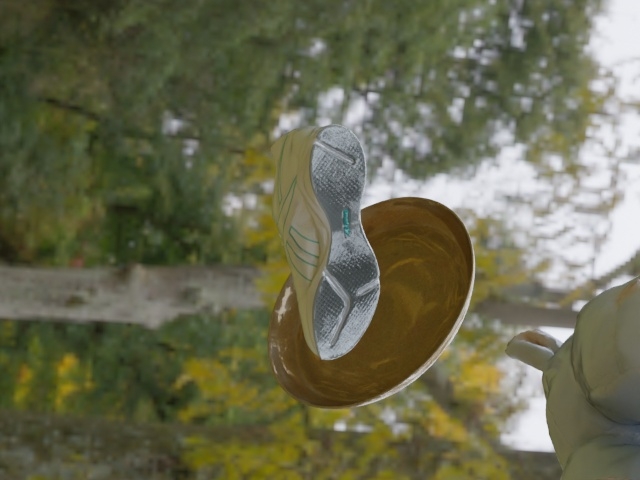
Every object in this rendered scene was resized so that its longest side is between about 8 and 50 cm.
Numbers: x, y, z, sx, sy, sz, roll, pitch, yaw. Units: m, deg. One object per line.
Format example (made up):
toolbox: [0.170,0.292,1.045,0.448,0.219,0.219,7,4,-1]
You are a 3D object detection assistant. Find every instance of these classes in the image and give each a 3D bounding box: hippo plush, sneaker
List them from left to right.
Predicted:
sneaker: [0.000,0.000,0.924,0.061,0.054,0.152,11,-73,53]
hippo plush: [0.214,0.150,0.827,0.294,0.234,0.236,106,-1,-57]

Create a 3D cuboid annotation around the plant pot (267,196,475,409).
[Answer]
plant pot: [0.052,0.064,1.393,0.236,0.032,0.236,-24,-136,25]
